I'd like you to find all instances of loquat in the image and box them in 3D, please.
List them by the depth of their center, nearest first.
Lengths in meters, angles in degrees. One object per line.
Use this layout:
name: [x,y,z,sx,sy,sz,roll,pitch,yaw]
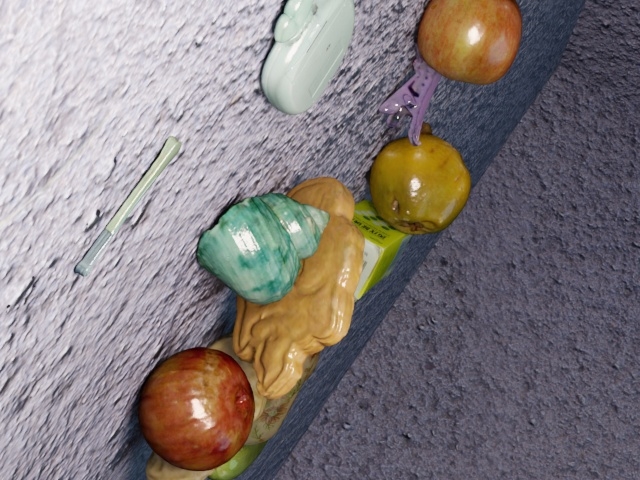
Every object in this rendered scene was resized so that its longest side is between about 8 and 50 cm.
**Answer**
loquat: [0.211,-0.137,2.388,0.213,0.213,0.246,92,4,-68]

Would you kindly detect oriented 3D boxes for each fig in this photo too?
fig: [-0.201,0.270,1.783,0.205,0.205,0.205,-54,168,-17]

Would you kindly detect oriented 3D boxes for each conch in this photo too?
conch: [-0.077,0.004,1.703,0.202,0.134,0.196,-50,167,-32]

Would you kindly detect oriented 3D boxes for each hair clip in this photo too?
hair clip: [0.200,-0.321,2.177,0.278,0.090,0.137,-64,157,-9]

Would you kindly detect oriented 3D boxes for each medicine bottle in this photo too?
medicine bottle: [0.088,0.017,2.421,0.141,0.137,0.250,-61,168,20]

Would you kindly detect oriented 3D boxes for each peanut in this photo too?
peanut: [-0.188,0.295,1.957,0.325,0.153,0.140,-59,166,-31]

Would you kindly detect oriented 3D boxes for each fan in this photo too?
fan: [-0.218,-0.038,1.300,0.193,0.016,0.038,-56,170,-14]

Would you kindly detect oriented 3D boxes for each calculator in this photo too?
calculator: [-0.012,-0.258,1.519,0.184,0.042,0.295,-58,169,-3]

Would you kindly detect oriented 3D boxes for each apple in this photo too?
apple: [0.272,-0.377,2.046,0.188,0.188,0.174,-38,152,-59]

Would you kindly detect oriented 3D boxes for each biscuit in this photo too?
biscuit: [-0.046,0.068,1.800,0.269,0.051,0.376,-14,-124,45]

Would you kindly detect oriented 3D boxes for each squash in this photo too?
squash: [-0.178,0.432,2.459,0.118,0.118,0.370,-60,172,10]

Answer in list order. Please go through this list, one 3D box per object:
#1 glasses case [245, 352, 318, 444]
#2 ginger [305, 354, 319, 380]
glasses case: [-0.092,0.217,2.149,0.098,0.156,0.425,-107,-143,-56]
ginger: [-0.071,0.220,2.303,0.267,0.138,0.152,112,-25,-64]
